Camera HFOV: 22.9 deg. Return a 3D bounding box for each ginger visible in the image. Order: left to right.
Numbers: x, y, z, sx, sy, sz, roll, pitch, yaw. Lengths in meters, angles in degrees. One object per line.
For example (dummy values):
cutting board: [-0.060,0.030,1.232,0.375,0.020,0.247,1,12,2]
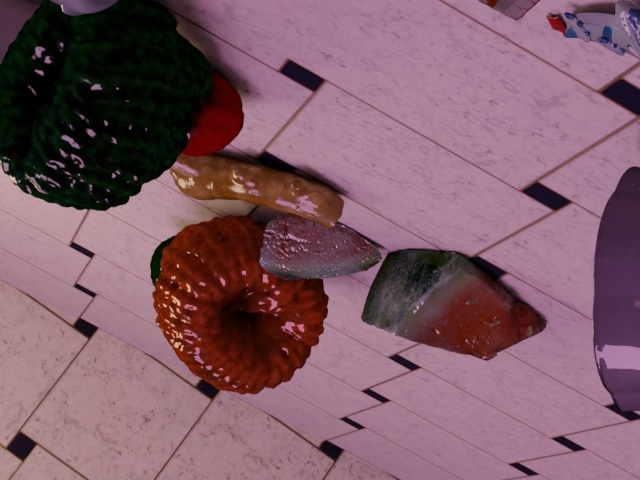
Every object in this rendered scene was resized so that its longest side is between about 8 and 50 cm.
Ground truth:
ginger: [-0.097,-0.079,2.288,0.299,0.065,0.118,14,163,27]

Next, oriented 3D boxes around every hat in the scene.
hat: [-0.223,-0.160,1.962,0.332,0.274,0.242,13,-150,-45]
hat: [-0.158,0.053,2.582,0.285,0.285,0.400,38,-172,-33]

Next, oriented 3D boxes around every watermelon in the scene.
watermelon: [0.002,0.007,2.384,0.180,0.081,0.094,11,129,-6]
watermelon: [0.217,0.116,2.347,0.257,0.139,0.193,26,172,-24]

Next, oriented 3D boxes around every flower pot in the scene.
flower pot: [0.436,0.061,1.657,0.243,0.265,0.265,5,154,26]

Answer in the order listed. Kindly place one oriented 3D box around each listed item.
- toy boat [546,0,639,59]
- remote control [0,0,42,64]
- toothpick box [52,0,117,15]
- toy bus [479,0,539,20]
toy boat: [0.278,-0.201,1.490,0.149,0.034,0.105,32,169,26]
remote control: [-0.478,-0.286,2.045,0.221,0.103,0.332,-13,161,43]
toothpick box: [-0.323,-0.381,1.458,0.355,0.263,0.263,25,162,10]
toy bus: [0.030,-0.332,1.351,0.409,0.093,0.092,30,154,-12]
